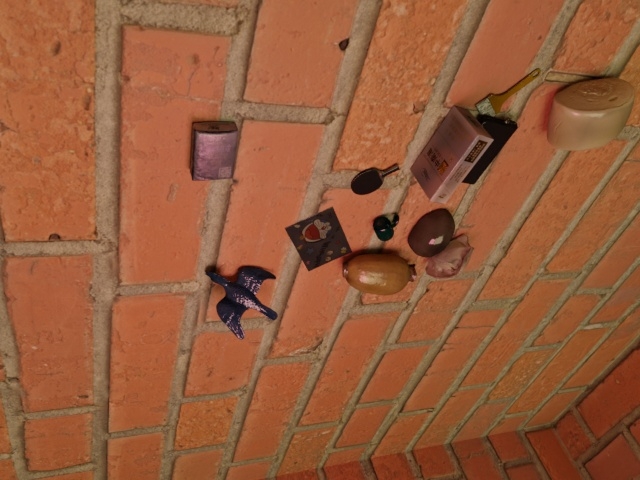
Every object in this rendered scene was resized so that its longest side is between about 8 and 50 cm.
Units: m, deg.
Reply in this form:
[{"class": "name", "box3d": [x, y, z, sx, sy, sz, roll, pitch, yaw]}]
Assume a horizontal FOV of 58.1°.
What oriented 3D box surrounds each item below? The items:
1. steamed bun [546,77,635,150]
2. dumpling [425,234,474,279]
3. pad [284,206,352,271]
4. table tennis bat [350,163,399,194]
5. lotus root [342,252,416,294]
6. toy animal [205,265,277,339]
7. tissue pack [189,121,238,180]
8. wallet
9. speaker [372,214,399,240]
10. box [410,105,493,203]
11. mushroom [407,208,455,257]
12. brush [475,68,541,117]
[{"class": "steamed bun", "box3d": [0.819, -0.369, 1.739, 0.249, 0.155, 0.200, -15, 138, -4]}, {"class": "dumpling", "box3d": [0.469, 0.069, 2.069, 0.118, 0.136, 0.199, 34, 104, -36]}, {"class": "pad", "box3d": [0.000, 0.000, 1.881, 0.170, 0.006, 0.246, -24, 138, 1]}, {"class": "table tennis bat", "box3d": [0.166, -0.188, 1.748, 0.158, 0.014, 0.095, -26, 138, 7]}, {"class": "lotus root", "box3d": [0.210, 0.117, 2.001, 0.303, 0.131, 0.146, 5, 133, -29]}, {"class": "toy animal", "box3d": [-0.254, 0.183, 1.850, 0.255, 0.239, 0.176, 25, 165, 7]}, {"class": "tissue pack", "box3d": [-0.274, -0.228, 1.482, 0.112, 0.051, 0.156, -6, 136, -22]}, {"class": "wallet", "box3d": [0.484, -0.278, 1.769, 0.149, 0.044, 0.250, 4, 135, -28]}, {"class": "speaker", "box3d": [0.222, -0.045, 1.889, 0.094, 0.060, 0.075, -27, 140, 4]}, {"class": "box", "box3d": [0.374, -0.246, 1.674, 0.067, 0.155, 0.243, 10, 128, -30]}, {"class": "mushroom", "box3d": [0.385, -0.010, 1.973, 0.141, 0.117, 0.188, 18, 130, -23]}, {"class": "brush", "box3d": [0.548, -0.427, 1.667, 0.205, 0.011, 0.083, -35, 138, 13]}]
